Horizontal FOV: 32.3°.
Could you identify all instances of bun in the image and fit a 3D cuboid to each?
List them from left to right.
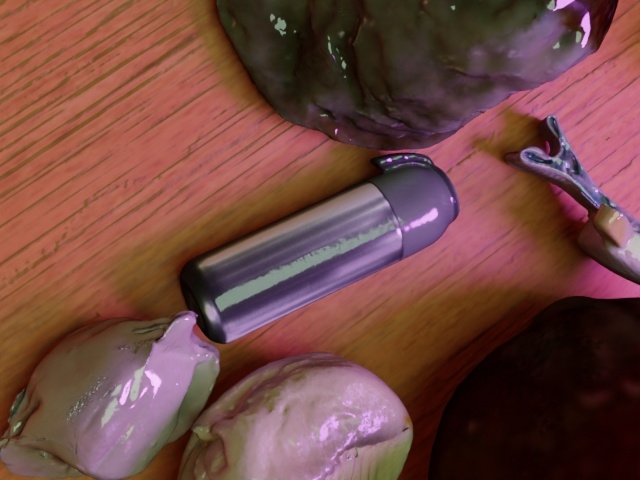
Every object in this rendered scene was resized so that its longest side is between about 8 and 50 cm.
[{"bbox_3d":[-0.033,0.195,0.948,0.229,0.145,0.229,-42,155,-25],"label":"bun"}]

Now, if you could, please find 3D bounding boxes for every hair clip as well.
[{"bbox_3d":[0.273,-0.021,1.045,0.218,0.159,0.071,43,93,-3],"label":"hair clip"}]

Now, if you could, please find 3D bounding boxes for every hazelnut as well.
[{"bbox_3d":[0.296,0.243,0.990,0.420,0.353,0.421,2,82,-13],"label":"hazelnut"}]

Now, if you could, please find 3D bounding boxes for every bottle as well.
[{"bbox_3d":[0.000,0.000,0.968,0.253,0.079,0.096,-24,100,-16],"label":"bottle"}]

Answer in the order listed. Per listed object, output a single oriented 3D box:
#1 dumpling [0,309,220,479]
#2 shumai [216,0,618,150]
[{"bbox_3d":[-0.164,0.134,0.908,0.199,0.118,0.136,-37,130,7],"label":"dumpling"},{"bbox_3d":[0.096,-0.218,0.875,0.304,0.263,0.309,-11,102,-22],"label":"shumai"}]
